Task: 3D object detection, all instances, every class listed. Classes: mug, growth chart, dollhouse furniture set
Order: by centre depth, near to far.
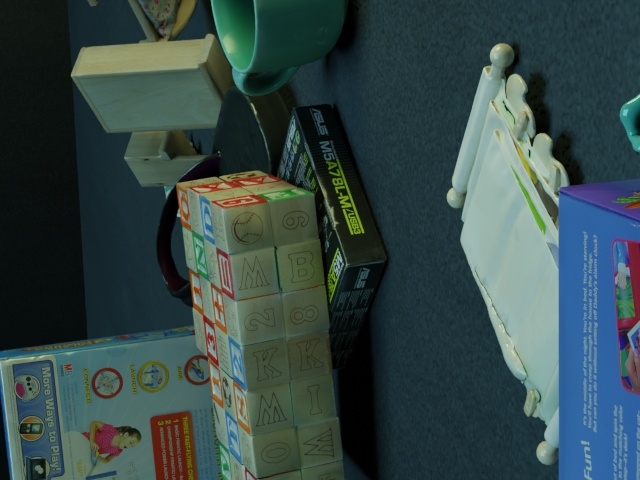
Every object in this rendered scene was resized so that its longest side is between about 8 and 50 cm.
[{"bbox_3d":[0.133,0.005,0.872,0.172,0.021,0.237,109,150,-54],"label":"growth chart"},{"bbox_3d":[-0.037,-0.215,1.204,0.158,0.097,0.129,140,116,-69],"label":"mug"},{"bbox_3d":[-0.149,-0.290,1.636,0.303,0.174,0.355,65,-148,-49],"label":"dollhouse furniture set"}]

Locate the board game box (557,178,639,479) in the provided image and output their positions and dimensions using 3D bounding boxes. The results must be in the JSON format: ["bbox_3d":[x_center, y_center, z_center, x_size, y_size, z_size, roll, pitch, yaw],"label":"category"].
[{"bbox_3d":[0.197,0.160,0.621,0.233,0.078,0.347,-144,50,-68],"label":"board game box"}]

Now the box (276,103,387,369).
[{"bbox_3d":[0.000,0.000,1.273,0.190,0.045,0.184,106,149,-52],"label":"box"}]

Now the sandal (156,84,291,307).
[{"bbox_3d":[-0.126,-0.022,1.538,0.167,0.107,0.445,63,156,26],"label":"sandal"}]

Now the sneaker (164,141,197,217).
[{"bbox_3d":[-0.190,-0.092,1.838,0.161,0.057,0.075,-117,20,-56],"label":"sneaker"}]

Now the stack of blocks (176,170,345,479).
[{"bbox_3d":[-0.058,0.093,1.277,0.171,0.087,0.297,-155,57,-68],"label":"stack of blocks"}]

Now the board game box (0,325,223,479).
[{"bbox_3d":[-0.276,0.286,1.849,0.086,0.302,0.308,-169,73,-73],"label":"board game box"}]

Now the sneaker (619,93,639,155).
[{"bbox_3d":[0.184,-0.080,0.574,0.166,0.076,0.065,111,147,-57],"label":"sneaker"}]
